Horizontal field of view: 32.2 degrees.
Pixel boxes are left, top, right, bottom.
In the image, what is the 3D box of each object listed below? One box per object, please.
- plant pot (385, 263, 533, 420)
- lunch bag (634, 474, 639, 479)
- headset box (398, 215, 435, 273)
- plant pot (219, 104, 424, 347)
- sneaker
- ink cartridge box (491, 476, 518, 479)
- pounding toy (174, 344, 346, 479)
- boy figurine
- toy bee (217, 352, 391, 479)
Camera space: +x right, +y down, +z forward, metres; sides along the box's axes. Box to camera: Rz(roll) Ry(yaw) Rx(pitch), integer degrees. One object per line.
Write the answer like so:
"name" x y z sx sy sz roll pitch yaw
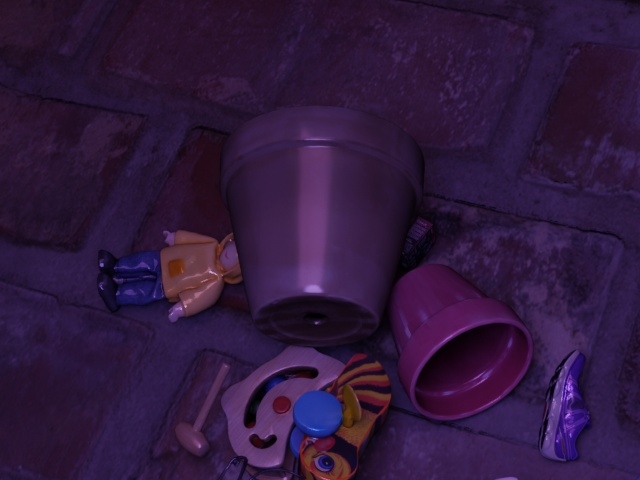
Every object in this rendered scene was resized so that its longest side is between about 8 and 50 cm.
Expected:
"plant pot" 0.191 0.139 1.668 0.201 0.201 0.180 -26 43 -4
"lunch bag" 0.512 0.475 1.356 0.328 0.239 0.385 -34 90 -14
"headset box" 0.156 0.006 1.814 0.032 0.062 0.083 30 71 24
"plant pot" 0.000 0.000 1.686 0.323 0.323 0.280 -4 61 9
"sneaker" 0.370 0.246 1.643 0.071 0.068 0.170 15 72 2
"ink cartridge box" 0.125 0.467 1.521 0.353 0.119 0.207 -13 58 4
"pounding toy" -0.075 0.259 1.660 0.269 0.155 0.154 -35 57 -12
"boy figurine" -0.225 0.054 1.849 0.285 0.092 0.177 -9 55 9
"toy bee" 0.020 0.302 1.563 0.162 0.195 0.298 35 74 23
